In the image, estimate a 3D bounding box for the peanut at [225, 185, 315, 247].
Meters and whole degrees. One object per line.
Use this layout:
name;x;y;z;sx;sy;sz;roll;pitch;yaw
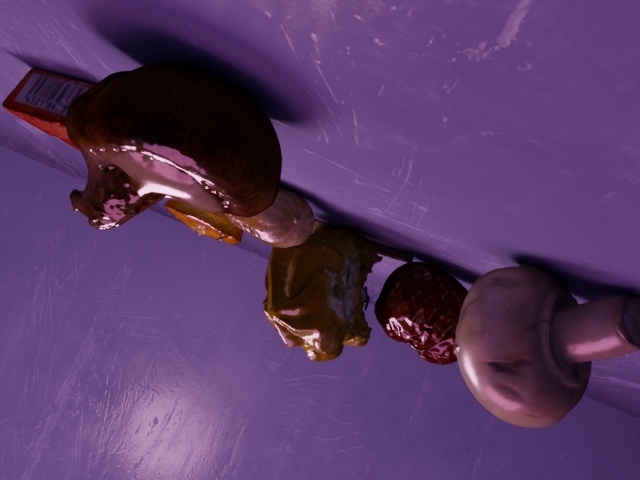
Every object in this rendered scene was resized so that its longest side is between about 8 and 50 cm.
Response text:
peanut;-0.121;-0.066;1.945;0.224;0.129;0.129;22;173;13

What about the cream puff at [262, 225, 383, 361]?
cream puff;-0.032;0.106;2.075;0.270;0.323;0.274;18;160;-37

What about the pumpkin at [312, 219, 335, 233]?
pumpkin;-0.001;0.018;2.297;0.218;0.110;0.217;25;179;1

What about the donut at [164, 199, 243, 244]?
donut;-0.333;-0.068;2.639;0.254;0.118;0.253;20;174;2

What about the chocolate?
chocolate;-0.463;-0.239;1.816;0.238;0.108;0.235;17;170;34

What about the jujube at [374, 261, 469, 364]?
jujube;0.249;0.162;2.085;0.232;0.212;0.213;30;172;-10

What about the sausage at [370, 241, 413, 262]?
sausage;0.159;0.027;2.147;0.132;0.024;0.024;17;171;34

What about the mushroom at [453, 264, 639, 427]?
mushroom;0.421;0.183;1.626;0.314;0.314;0.336;28;151;-36

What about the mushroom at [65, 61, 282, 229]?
mushroom;-0.221;-0.114;1.334;0.346;0.259;0.345;23;174;3
